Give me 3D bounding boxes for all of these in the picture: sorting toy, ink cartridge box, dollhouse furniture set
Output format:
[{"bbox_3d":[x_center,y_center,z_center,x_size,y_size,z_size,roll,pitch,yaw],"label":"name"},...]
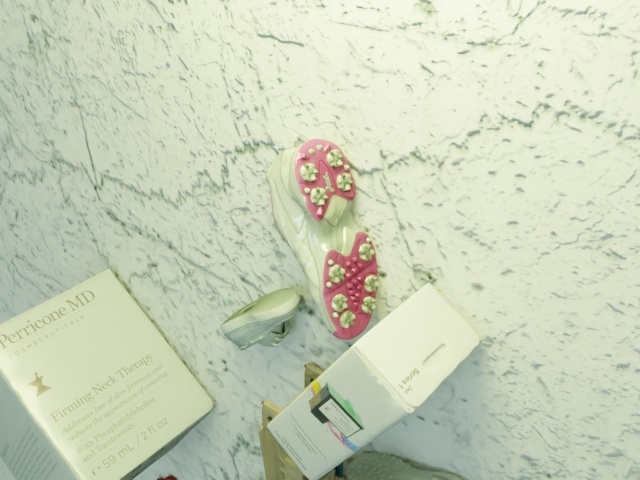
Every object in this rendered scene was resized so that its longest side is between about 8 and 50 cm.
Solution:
[{"bbox_3d":[-0.015,0.512,1.392,0.229,0.041,0.307,22,132,35],"label":"sorting toy"},{"bbox_3d":[0.074,0.210,1.029,0.117,0.201,0.278,49,135,9],"label":"ink cartridge box"},{"bbox_3d":[-0.015,0.342,1.232,0.129,0.129,0.184,24,129,30],"label":"dollhouse furniture set"}]

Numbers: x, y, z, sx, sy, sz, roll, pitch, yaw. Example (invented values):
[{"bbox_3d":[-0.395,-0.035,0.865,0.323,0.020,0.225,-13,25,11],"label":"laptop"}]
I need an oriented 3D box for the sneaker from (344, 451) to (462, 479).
[{"bbox_3d":[0.142,0.432,1.179,0.235,0.090,0.095,9,128,41],"label":"sneaker"}]

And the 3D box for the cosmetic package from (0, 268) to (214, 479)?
[{"bbox_3d":[-0.518,0.351,1.531,0.394,0.329,0.327,50,136,8],"label":"cosmetic package"}]

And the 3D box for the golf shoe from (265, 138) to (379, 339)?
[{"bbox_3d":[0.000,0.000,1.064,0.140,0.115,0.306,1,107,52],"label":"golf shoe"}]

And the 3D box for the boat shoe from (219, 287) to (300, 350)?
[{"bbox_3d":[-0.094,0.147,1.242,0.081,0.079,0.227,54,141,-8],"label":"boat shoe"}]

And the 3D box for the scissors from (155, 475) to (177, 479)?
[{"bbox_3d":[-0.318,0.719,1.778,0.297,0.021,0.109,50,133,7],"label":"scissors"}]
